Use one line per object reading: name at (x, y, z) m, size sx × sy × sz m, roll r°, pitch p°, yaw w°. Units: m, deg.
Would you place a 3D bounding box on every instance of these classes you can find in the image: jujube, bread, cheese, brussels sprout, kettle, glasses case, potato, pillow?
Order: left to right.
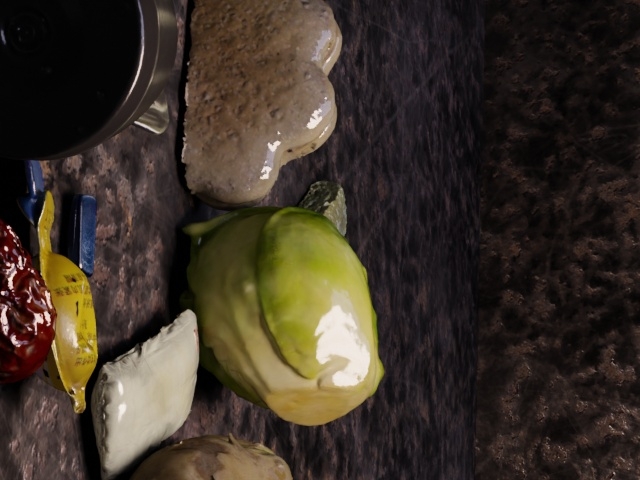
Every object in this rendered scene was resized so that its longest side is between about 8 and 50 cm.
jujube at (-0.275, 0.039, 1.215) m, size 0.104 × 0.104 × 0.165 m, roll -67°, pitch 149°, yaw -54°
cheese at (-0.247, 0.036, 1.346) m, size 0.156 × 0.064 × 0.250 m, roll 116°, pitch -35°, yaw -83°
kettle at (-0.233, -0.189, 1.297) m, size 0.207 × 0.251 × 0.271 m, roll -65°, pitch 173°, yaw 11°
glasses case at (-0.240, -0.005, 1.457) m, size 0.033 × 0.023 × 0.083 m, roll 27°, pitch 60°, yaw -64°
pillow at (-0.183, 0.163, 1.564) m, size 0.229 × 0.051 × 0.128 m, roll -38°, pitch 132°, yaw -67°
potato at (-0.127, 0.281, 1.549) m, size 0.262 × 0.165 × 0.164 m, roll -9°, pitch 96°, yaw -63°
bread at (-0.067, -0.202, 1.780) m, size 0.102 × 0.183 × 0.337 m, roll 56°, pitch 35°, yaw -72°
brussels sprout at (-0.045, 0.083, 1.752) m, size 0.259 × 0.227 × 0.294 m, roll 50°, pitch 16°, yaw -52°
bread at (0.000, 0.000, 2.142) m, size 0.172 × 0.064 × 0.232 m, roll 58°, pitch 33°, yaw -60°
